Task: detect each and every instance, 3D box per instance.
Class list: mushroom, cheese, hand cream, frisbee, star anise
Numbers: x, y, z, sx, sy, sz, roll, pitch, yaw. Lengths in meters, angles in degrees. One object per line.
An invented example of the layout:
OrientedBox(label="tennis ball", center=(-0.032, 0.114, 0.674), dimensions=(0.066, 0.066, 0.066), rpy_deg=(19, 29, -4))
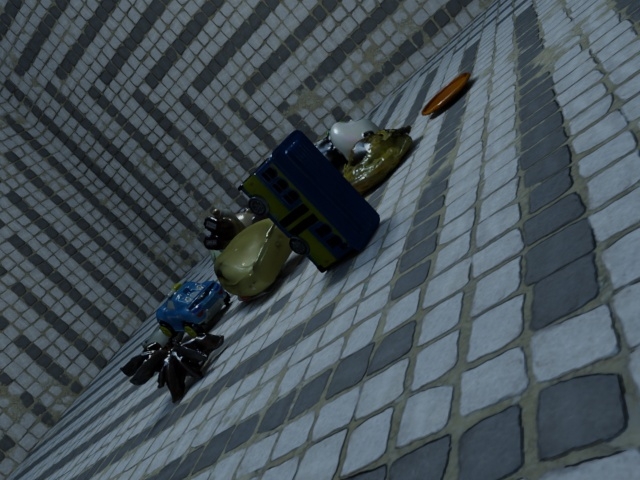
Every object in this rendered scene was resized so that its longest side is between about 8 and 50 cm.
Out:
OrientedBox(label="mushroom", center=(-0.611, 0.403, 2.170), dimensions=(0.270, 0.103, 0.118), rpy_deg=(-48, 9, 8))
OrientedBox(label="cheese", center=(-0.213, 0.055, 1.755), dimensions=(0.315, 0.128, 0.260), rpy_deg=(-11, 39, 47))
OrientedBox(label="hand cream", center=(-0.191, 0.155, 1.744), dimensions=(0.216, 0.038, 0.052), rpy_deg=(-24, 49, 51))
OrientedBox(label="frisbee", center=(0.403, -0.458, 1.858), dimensions=(0.192, 0.035, 0.192), rpy_deg=(-43, 11, 11))
OrientedBox(label="star anise", center=(-0.385, 0.315, 1.533), dimensions=(0.282, 0.129, 0.212), rpy_deg=(-12, 20, -8))

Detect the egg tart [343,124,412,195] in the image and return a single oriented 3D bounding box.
OrientedBox(label="egg tart", center=(0.157, -0.253, 1.777), dimensions=(0.297, 0.132, 0.297), rpy_deg=(-40, 5, 5))

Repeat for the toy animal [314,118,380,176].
OrientedBox(label="toy animal", center=(0.086, -0.305, 1.987), dimensions=(0.267, 0.212, 0.212), rpy_deg=(-45, 10, 14))

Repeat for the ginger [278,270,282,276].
OrientedBox(label="ginger", center=(-0.170, 0.103, 1.806), dimensions=(0.173, 0.051, 0.069), rpy_deg=(-35, 17, 49))

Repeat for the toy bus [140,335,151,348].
OrientedBox(label="toy bus", center=(-0.643, 0.405, 2.327), dimensions=(0.089, 0.087, 0.194), rpy_deg=(-43, 8, -37))

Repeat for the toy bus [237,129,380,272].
OrientedBox(label="toy bus", center=(-0.024, -0.083, 1.327), dimensions=(0.175, 0.288, 0.138), rpy_deg=(-34, 14, 44))

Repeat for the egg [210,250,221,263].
OrientedBox(label="egg", center=(-0.337, 0.028, 2.340), dimensions=(0.186, 0.187, 0.253), rpy_deg=(-37, -1, 33))

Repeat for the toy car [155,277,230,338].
OrientedBox(label="toy car", center=(-0.463, 0.221, 2.026), dimensions=(0.314, 0.166, 0.198), rpy_deg=(-8, 32, 46))

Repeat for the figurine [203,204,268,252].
OrientedBox(label="figurine", center=(-0.295, -0.026, 2.111), dimensions=(0.206, 0.218, 0.365), rpy_deg=(-13, -4, 40))
